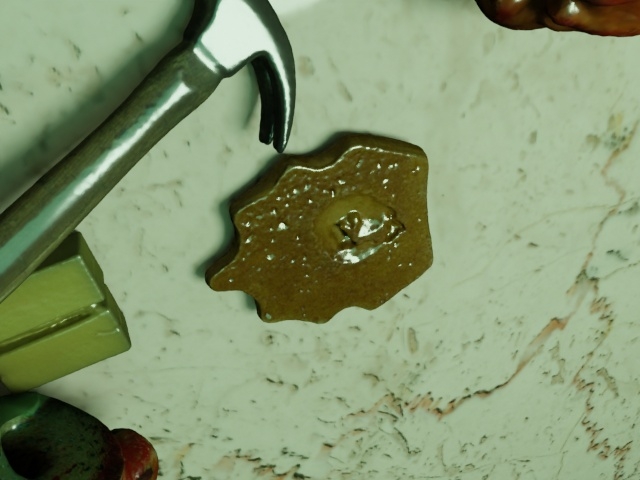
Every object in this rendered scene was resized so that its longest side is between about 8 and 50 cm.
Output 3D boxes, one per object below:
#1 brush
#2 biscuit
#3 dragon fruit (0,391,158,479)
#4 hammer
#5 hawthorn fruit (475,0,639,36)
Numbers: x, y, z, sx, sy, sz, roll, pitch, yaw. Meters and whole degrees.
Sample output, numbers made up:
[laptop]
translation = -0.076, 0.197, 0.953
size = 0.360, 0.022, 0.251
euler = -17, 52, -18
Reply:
[brush]
translation = -0.277, 0.083, 0.510
size = 0.233, 0.047, 0.103
euler = -22, 126, -9
[biscuit]
translation = -0.001, -0.001, 0.591
size = 0.215, 0.034, 0.182
euler = -18, 125, -11
[dragon fruit]
translation = -0.257, 0.201, 0.476
size = 0.268, 0.295, 0.130
euler = -13, 96, -8
[hammer]
translation = -0.193, -0.013, 0.439
size = 0.440, 0.044, 0.168
euler = -45, 123, -7
[hawthorn fruit]
translation = 0.184, -0.260, 0.416
size = 0.224, 0.224, 0.261
euler = 38, 84, -37
